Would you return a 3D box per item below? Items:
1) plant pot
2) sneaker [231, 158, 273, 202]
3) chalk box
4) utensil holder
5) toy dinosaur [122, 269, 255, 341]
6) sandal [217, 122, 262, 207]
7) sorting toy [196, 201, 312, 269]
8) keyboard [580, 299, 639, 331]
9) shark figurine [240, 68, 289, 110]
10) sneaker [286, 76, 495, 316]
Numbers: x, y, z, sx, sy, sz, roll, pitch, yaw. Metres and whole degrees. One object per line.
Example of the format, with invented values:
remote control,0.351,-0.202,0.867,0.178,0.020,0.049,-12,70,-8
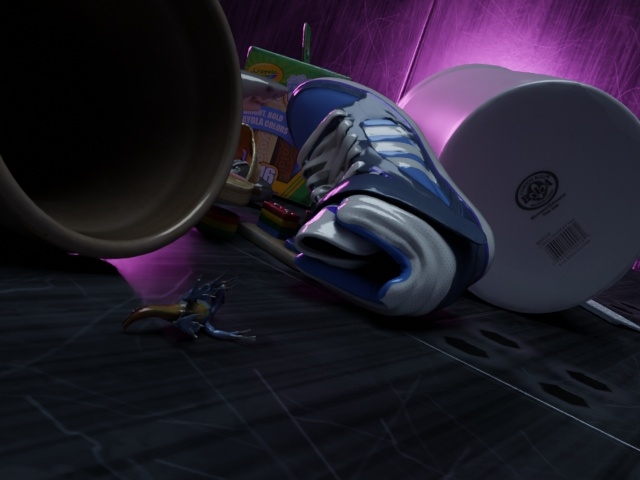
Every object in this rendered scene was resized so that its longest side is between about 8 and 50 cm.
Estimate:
plant pot,-0.234,-0.121,0.647,0.229,0.263,0.263,4,-1,35
sneaker,-0.159,-0.147,1.160,0.228,0.132,0.086,22,10,20
chalk box,-0.048,-0.226,1.355,0.179,0.289,0.180,19,10,2
utensil holder,0.269,-0.096,1.162,0.327,0.328,0.385,18,11,-7
toy dinosaur,-0.086,0.042,0.532,0.090,0.047,0.082,7,-6,-12
sandal,-0.098,-0.097,0.912,0.088,0.079,0.240,20,9,-8
sorting toy,0.000,0.000,0.910,0.274,0.046,0.132,12,12,-40
keyboard,0.447,0.100,1.326,0.072,0.014,0.256,16,10,-19
shark figurine,-0.173,-0.190,0.900,0.166,0.116,0.278,7,18,25
sneaker,0.028,-0.057,0.810,0.323,0.130,0.236,49,30,18
